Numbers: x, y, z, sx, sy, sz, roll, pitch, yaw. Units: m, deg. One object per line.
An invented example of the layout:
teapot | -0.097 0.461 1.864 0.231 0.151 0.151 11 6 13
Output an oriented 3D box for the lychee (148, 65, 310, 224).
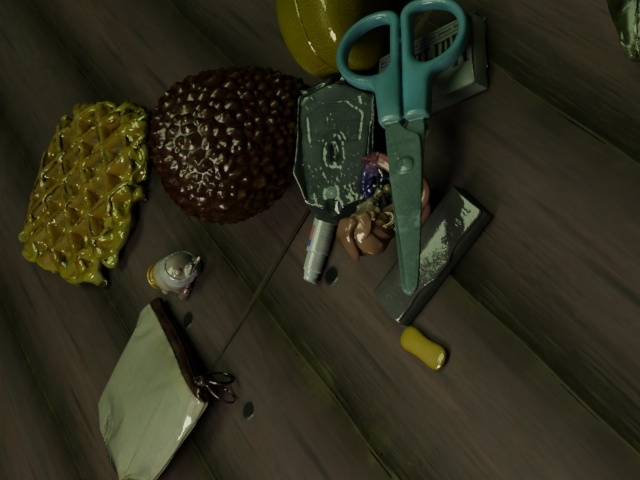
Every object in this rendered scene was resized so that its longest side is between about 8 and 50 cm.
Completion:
lychee | -0.125 -0.159 1.718 0.271 0.271 0.271 -22 59 43

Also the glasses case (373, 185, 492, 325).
glasses case | 0.146 0.019 1.473 0.190 0.042 0.072 -55 49 19

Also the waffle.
waffle | -0.459 -0.103 2.195 0.382 0.095 0.379 10 81 49

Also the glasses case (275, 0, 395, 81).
glasses case | 0.034 -0.433 1.679 0.141 0.173 0.371 -15 64 49

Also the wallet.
wallet | -0.276 0.264 1.849 0.275 0.068 0.335 -57 34 10

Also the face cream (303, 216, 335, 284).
face cream | 0.000 0.000 1.653 0.034 0.034 0.130 6 81 50

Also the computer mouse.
computer mouse | 0.028 -0.134 1.626 0.126 0.071 0.231 -4 77 15

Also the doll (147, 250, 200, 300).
doll | -0.239 0.062 1.888 0.127 0.073 0.084 -13 98 50

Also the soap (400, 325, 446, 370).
soap | 0.134 0.140 1.456 0.089 0.012 0.034 36 102 50

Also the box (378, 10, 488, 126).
box | 0.156 -0.236 1.566 0.177 0.036 0.115 -21 60 43

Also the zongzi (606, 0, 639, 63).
zongzi | 0.402 -0.261 1.281 0.130 0.062 0.154 -24 63 28

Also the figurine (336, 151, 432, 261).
figurine | 0.088 -0.038 1.496 0.126 0.114 0.157 -37 29 56

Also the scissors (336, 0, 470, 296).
scissors | 0.110 -0.130 1.454 0.193 0.029 0.447 -12 59 22
